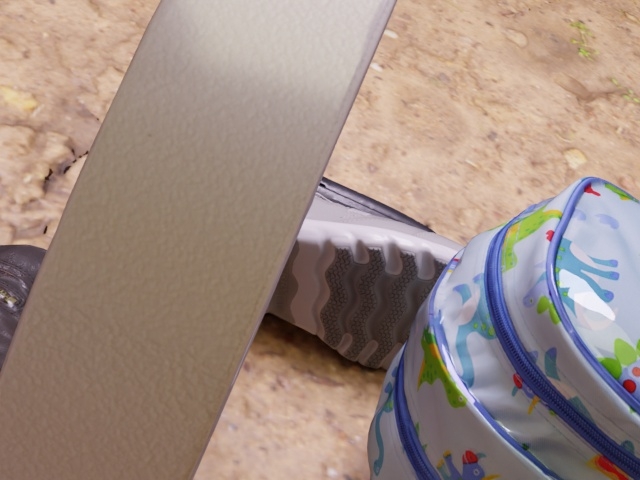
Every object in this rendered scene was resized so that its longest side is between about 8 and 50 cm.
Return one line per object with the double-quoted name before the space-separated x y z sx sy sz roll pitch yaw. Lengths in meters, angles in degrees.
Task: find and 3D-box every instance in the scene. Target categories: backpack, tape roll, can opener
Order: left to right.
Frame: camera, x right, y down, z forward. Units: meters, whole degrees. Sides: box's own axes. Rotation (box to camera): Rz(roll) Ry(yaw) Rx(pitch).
"tape roll" -0.046 -0.005 0.563 0.072 0.392 0.392 23 33 -1
"can opener" 0.010 -0.030 0.932 0.186 0.073 0.059 31 25 -6
"backpack" 0.204 0.131 0.688 0.356 0.273 0.290 21 38 17

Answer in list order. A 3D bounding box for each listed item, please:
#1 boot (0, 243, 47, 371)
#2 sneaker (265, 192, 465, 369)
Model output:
"boot" -0.247 0.045 0.652 0.229 0.091 0.263 20 25 -2
"sneaker" 0.000 0.000 0.838 0.281 0.105 0.115 17 34 -10
